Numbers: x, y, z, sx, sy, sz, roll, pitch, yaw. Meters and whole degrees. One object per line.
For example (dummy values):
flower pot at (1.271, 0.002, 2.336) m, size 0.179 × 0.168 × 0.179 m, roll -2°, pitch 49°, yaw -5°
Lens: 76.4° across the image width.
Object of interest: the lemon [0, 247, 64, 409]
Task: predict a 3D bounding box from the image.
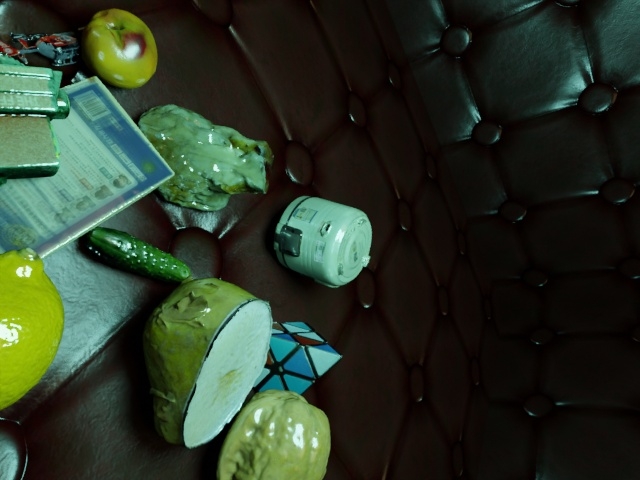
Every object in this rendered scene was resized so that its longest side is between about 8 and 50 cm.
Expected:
lemon at (-0.442, 0.122, 0.527) m, size 0.187 × 0.187 × 0.244 m, roll 36°, pitch 64°, yaw -42°

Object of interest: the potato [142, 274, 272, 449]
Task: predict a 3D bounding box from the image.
potato at (-0.236, 0.212, 0.785) m, size 0.246 × 0.196 × 0.299 m, roll 8°, pitch 102°, yaw -65°

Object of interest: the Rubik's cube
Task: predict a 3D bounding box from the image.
Rubik's cube at (-0.047, 0.303, 0.951) m, size 0.284 × 0.234 × 0.250 m, roll 21°, pitch 65°, yaw -49°

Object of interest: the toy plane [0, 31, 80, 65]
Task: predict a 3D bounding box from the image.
toy plane at (-0.483, -0.341, 0.715) m, size 0.060 × 0.037 × 0.145 m, roll 49°, pitch 44°, yaw -2°

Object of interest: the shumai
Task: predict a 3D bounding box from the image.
shumai at (-0.237, -0.192, 0.867) m, size 0.272 × 0.204 × 0.222 m, roll 22°, pitch 63°, yaw -44°

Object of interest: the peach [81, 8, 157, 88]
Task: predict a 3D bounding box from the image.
peach at (-0.382, -0.361, 0.785) m, size 0.138 × 0.138 × 0.138 m, roll 18°, pitch 66°, yaw -49°

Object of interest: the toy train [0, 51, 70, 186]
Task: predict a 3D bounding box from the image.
toy train at (-0.509, -0.151, 0.535) m, size 0.330 × 0.138 × 0.178 m, roll -14°, pitch 95°, yaw -44°

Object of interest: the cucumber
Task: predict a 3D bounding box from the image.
cucumber at (-0.337, 0.037, 0.784) m, size 0.227 × 0.069 × 0.069 m, roll 35°, pitch 55°, yaw -45°

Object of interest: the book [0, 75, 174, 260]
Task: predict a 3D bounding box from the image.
book at (-0.437, -0.123, 0.679) m, size 0.228 × 0.018 × 0.322 m, roll 54°, pitch 50°, yaw -13°

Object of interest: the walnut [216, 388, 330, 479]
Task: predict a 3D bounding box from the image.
walnut at (-0.099, 0.447, 0.845) m, size 0.257 × 0.224 × 0.257 m, roll -6°, pitch 100°, yaw -38°

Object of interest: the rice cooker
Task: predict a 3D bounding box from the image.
rice cooker at (0.000, 0.000, 1.096) m, size 0.226 × 0.244 × 0.226 m, roll -37°, pitch 137°, yaw -43°
